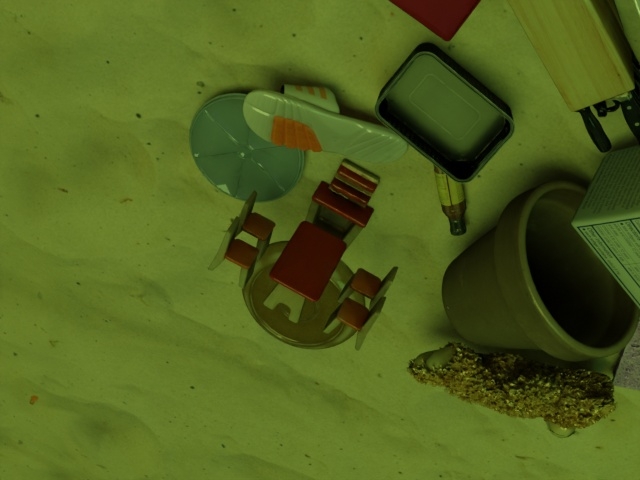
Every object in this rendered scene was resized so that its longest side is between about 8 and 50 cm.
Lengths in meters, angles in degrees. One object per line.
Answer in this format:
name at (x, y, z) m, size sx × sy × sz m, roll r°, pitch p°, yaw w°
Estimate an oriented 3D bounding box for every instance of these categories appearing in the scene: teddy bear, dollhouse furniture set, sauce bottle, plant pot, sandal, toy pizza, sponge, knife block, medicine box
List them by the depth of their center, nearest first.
knife block at (0.344, -0.225, 1.189) m, size 0.088 × 0.275 × 0.242 m, roll -20°, pitch 84°, yaw 29°
medicine box at (0.538, -0.004, 1.234) m, size 0.263 × 0.149 × 0.289 m, roll 46°, pitch 149°, yaw -22°
plant pot at (0.314, 0.066, 1.408) m, size 0.263 × 0.263 × 0.229 m, roll 47°, pitch 144°, yaw -13°
sandal at (0.008, -0.188, 1.444) m, size 0.265 × 0.076 × 0.102 m, roll 15°, pitch 144°, yaw -15°
dollhouse furniture set at (0.000, 0.000, 1.446) m, size 0.262 × 0.259 × 0.135 m, roll 29°, pitch 130°, yaw 0°
sauce bottle at (0.206, -0.068, 1.461) m, size 0.042 × 0.042 × 0.128 m, roll -1°, pitch 121°, yaw 21°
sponge at (0.552, 0.162, 1.490) m, size 0.117 × 0.031 × 0.210 m, roll 14°, pitch 125°, yaw 11°
teddy bear at (0.304, 0.246, 1.518) m, size 0.337 × 0.113 × 0.245 m, roll 17°, pitch 166°, yaw -21°
toy pizza at (-0.120, -0.153, 1.533) m, size 0.201 × 0.032 × 0.201 m, roll 10°, pitch 126°, yaw 14°
plant pot at (-0.037, 0.108, 1.675) m, size 0.236 × 0.032 × 0.236 m, roll 10°, pitch 125°, yaw 15°

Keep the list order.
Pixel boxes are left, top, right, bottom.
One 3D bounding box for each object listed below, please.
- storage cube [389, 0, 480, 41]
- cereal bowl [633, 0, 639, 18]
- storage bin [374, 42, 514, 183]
storage cube at (0.154, -0.406, 1.169) m, size 0.215 × 0.184 × 0.193 m, roll 33°, pitch 129°, yaw -4°
cereal bowl at (0.540, -0.336, 1.070) m, size 0.339 × 0.141 × 0.339 m, roll 25°, pitch 133°, yaw 29°
storage bin at (0.180, -0.185, 1.349) m, size 0.180 × 0.084 × 0.122 m, roll 38°, pitch 111°, yaw -6°
